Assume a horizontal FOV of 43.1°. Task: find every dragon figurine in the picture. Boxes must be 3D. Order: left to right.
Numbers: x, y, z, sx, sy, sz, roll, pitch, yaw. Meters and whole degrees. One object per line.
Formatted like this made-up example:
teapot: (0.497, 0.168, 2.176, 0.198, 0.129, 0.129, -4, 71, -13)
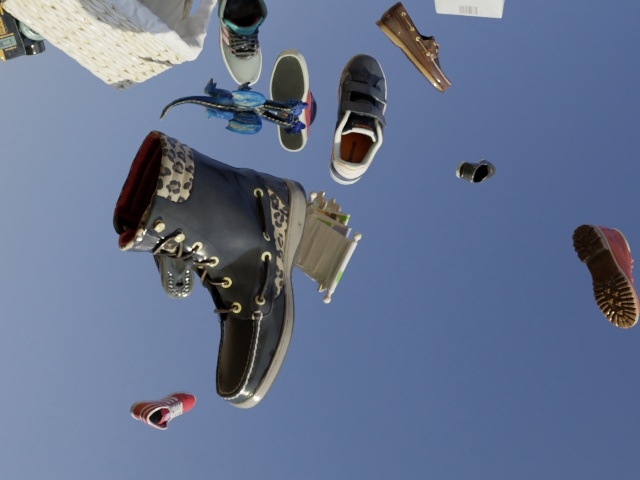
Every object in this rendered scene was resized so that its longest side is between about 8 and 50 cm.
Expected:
dragon figurine: (-0.160, -0.261, 1.596, 0.144, 0.289, 0.085, 31, -63, 46)

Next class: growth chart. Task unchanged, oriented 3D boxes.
growth chart: (0.000, 0.000, 1.621, 0.172, 0.021, 0.237, -61, -146, 9)

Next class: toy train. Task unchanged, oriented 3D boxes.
toy train: (-0.686, -0.533, 1.694, 0.142, 0.190, 0.334, 37, -36, 43)

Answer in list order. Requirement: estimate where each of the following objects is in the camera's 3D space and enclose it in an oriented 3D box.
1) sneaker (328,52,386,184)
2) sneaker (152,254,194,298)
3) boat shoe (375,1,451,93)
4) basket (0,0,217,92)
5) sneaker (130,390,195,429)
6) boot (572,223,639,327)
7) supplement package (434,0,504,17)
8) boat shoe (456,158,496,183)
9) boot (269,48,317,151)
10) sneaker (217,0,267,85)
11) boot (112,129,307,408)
sneaker: (0.097, -0.296, 1.909, 0.127, 0.126, 0.321, 150, -52, -79)
sneaker: (-0.302, -0.008, 1.655, 0.130, 0.087, 0.228, -141, -132, -61)
boat shoe: (0.205, -0.395, 1.663, 0.073, 0.207, 0.073, -42, -164, 10)
basket: (-0.408, -0.532, 1.620, 0.266, 0.331, 0.328, -17, -128, 37)
sneaker: (-0.254, 0.287, 1.371, 0.067, 0.118, 0.042, 9, -78, 52)
boot: (0.429, 0.048, 1.165, 0.059, 0.084, 0.158, -36, -117, 46)
supplement package: (0.312, -0.587, 1.604, 0.139, 0.134, 0.244, 10, -105, 15)
boat shoe: (0.325, -0.138, 1.647, 0.042, 0.133, 0.049, 26, -71, 33)
boot: (-0.055, -0.358, 1.919, 0.176, 0.088, 0.244, -70, 162, -52)
sneaker: (-0.194, -0.526, 2.046, 0.178, 0.123, 0.296, -120, -160, -65)
boot: (-0.171, 0.039, 1.210, 0.138, 0.284, 0.378, -7, -114, 47)
